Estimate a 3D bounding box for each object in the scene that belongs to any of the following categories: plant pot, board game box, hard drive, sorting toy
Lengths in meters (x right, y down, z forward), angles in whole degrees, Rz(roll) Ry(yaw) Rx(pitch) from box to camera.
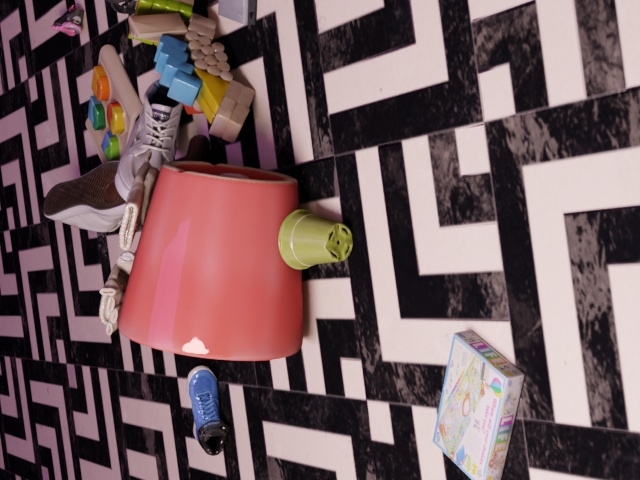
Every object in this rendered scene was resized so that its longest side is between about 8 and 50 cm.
[{"bbox_3d":[-0.141,0.020,1.700,0.275,0.275,0.243,21,105,57],"label":"plant pot"},{"bbox_3d":[0.000,0.000,1.615,0.079,0.083,0.083,3,100,47],"label":"plant pot"},{"bbox_3d":[0.180,0.196,1.387,0.103,0.026,0.154,42,131,49],"label":"board game box"},{"bbox_3d":[-0.122,-0.395,1.775,0.094,0.022,0.135,32,124,54],"label":"hard drive"},{"bbox_3d":[-0.404,-0.238,2.293,0.193,0.038,0.208,62,144,32],"label":"sorting toy"}]

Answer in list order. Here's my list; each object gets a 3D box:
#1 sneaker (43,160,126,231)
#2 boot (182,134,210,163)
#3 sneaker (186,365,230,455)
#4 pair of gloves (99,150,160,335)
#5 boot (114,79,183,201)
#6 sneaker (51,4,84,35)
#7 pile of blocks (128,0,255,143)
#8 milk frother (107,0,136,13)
[{"bbox_3d":[-0.393,-0.078,2.281,0.290,0.123,0.106,-6,66,42],"label":"sneaker"},{"bbox_3d":[-0.208,-0.020,1.921,0.207,0.090,0.248,-76,-7,-55],"label":"boot"},{"bbox_3d":[-0.187,0.291,2.018,0.084,0.058,0.152,-138,44,-56],"label":"sneaker"},{"bbox_3d":[-0.283,0.006,1.769,0.204,0.042,0.240,-77,1,-61],"label":"pair of gloves"},{"bbox_3d":[-0.278,-0.168,1.973,0.258,0.095,0.123,-98,23,-54],"label":"boot"},{"bbox_3d":[-0.507,-0.448,2.428,0.119,0.047,0.057,12,87,58],"label":"sneaker"},{"bbox_3d":[-0.223,-0.275,1.855,0.362,0.149,0.112,64,145,28],"label":"pile of blocks"},{"bbox_3d":[-0.305,-0.432,2.034,0.135,0.129,0.143,55,-176,39],"label":"milk frother"}]
